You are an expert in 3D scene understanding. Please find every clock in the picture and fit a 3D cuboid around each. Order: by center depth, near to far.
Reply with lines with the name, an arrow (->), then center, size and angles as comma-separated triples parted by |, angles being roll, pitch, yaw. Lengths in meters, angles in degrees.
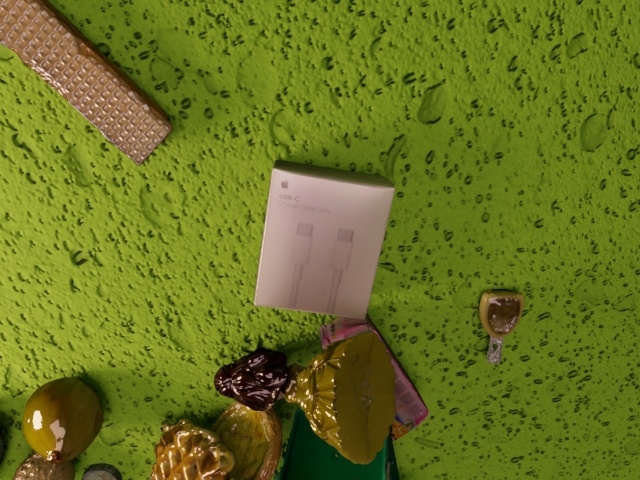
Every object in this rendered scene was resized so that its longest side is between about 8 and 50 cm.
clock -> -0.488, 0.535, 0.947 | 0.085, 0.017, 0.085 | -1, 110, -3

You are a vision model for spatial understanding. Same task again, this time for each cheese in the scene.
cheese -> 0.363, 0.179, 0.873 | 0.086, 0.036, 0.162 | 0, 109, -3

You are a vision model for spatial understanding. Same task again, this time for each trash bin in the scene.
trash bin -> 0.066, 0.515, 0.808 | 0.295, 0.259, 0.381 | -2, 120, 11

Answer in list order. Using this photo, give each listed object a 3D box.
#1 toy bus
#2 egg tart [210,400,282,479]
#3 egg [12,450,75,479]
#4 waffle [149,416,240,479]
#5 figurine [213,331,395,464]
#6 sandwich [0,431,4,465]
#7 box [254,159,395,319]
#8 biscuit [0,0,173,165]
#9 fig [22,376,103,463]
toy bus -> 0.107, 0.268, 0.859 | 0.112, 0.090, 0.274 | -32, 108, 5
egg tart -> -0.147, 0.421, 0.870 | 0.191, 0.191, 0.074 | -40, 138, 10
egg -> -0.573, 0.493, 0.874 | 0.118, 0.116, 0.140 | 39, 100, 13
waffle -> -0.249, 0.511, 0.824 | 0.068, 0.325, 0.302 | 5, 87, -44
figurine -> -0.041, 0.258, 0.765 | 0.315, 0.168, 0.187 | -9, 98, 42
sandwich -> -0.692, 0.433, 0.832 | 0.079, 0.159, 0.235 | 20, 87, -5
box -> 0.000, 0.000, 0.752 | 0.203, 0.106, 0.251 | 9, 107, -5
biscuit -> -0.393, -0.282, 0.648 | 0.094, 0.054, 0.379 | -44, 106, 10
fig -> -0.499, 0.345, 0.831 | 0.136, 0.121, 0.153 | -38, 84, 14
